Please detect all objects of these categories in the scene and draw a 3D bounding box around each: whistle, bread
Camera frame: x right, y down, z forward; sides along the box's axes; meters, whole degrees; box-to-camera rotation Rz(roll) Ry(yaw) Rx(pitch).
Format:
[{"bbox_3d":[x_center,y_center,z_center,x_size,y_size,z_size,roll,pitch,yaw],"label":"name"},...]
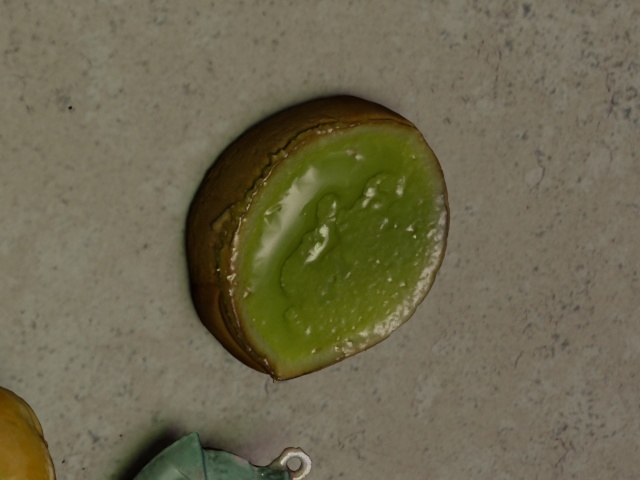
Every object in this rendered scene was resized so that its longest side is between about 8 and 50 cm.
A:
[{"bbox_3d":[-0.147,0.274,1.477,0.346,0.134,0.142,-37,131,-5],"label":"whistle"},{"bbox_3d":[0.000,0.000,1.486,0.236,0.070,0.236,-16,119,-31],"label":"bread"}]

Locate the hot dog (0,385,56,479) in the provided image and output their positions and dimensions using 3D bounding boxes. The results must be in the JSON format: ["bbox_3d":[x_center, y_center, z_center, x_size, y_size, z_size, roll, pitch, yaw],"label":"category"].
[{"bbox_3d":[-0.270,0.309,1.289,0.185,0.223,0.405,-3,106,-17],"label":"hot dog"}]
